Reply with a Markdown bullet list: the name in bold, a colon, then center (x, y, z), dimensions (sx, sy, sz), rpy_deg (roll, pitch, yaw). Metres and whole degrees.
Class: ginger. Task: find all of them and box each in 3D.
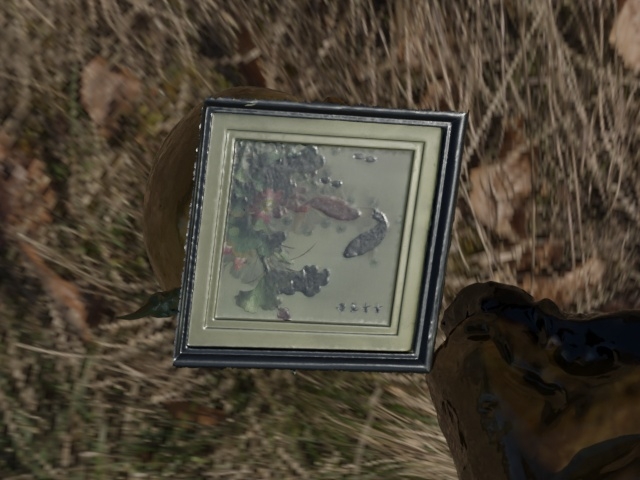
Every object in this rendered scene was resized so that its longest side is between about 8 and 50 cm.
- **ginger**: center (0.200, 0.170, 1.357), dimensions (0.269, 0.200, 0.223), rpy_deg (4, 64, 21)

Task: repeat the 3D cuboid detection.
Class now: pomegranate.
- **pomegranate**: center (-0.069, -0.020, 1.981), dimensions (0.307, 0.307, 0.307), rpy_deg (-1, 82, 7)

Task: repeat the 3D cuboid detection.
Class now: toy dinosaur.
- **toy dinosaur**: center (-0.141, 0.059, 1.612), dimensions (0.041, 0.113, 0.026), rpy_deg (-3, 101, 25)

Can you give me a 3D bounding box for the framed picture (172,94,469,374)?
- **framed picture**: center (0.000, 0.000, 1.249), dimensions (0.195, 0.010, 0.199), rpy_deg (3, 106, -17)
